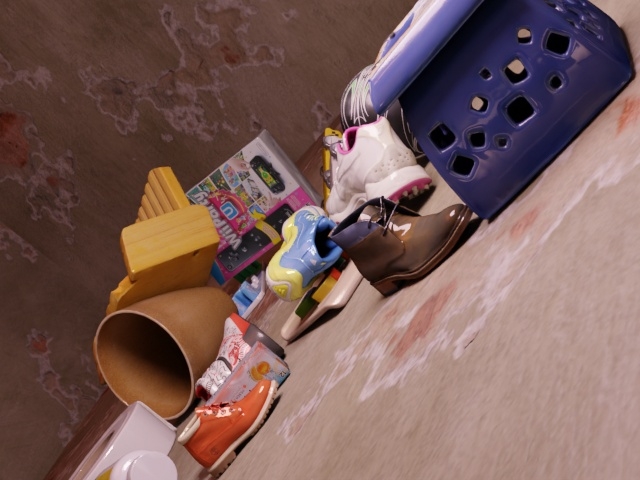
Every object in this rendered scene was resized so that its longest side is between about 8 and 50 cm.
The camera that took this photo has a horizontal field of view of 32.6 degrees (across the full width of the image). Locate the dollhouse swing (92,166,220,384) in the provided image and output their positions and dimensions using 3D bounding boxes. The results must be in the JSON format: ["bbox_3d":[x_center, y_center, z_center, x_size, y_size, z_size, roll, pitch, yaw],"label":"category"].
[{"bbox_3d":[-0.409,0.051,2.363,0.315,0.305,0.347,-21,-33,-40],"label":"dollhouse swing"}]

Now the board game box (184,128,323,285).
[{"bbox_3d":[-0.178,-0.074,2.522,0.303,0.224,0.097,-37,10,17],"label":"board game box"}]

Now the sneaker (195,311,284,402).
[{"bbox_3d":[-0.148,0.203,1.790,0.145,0.090,0.270,-50,10,-8],"label":"sneaker"}]

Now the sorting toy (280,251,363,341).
[{"bbox_3d":[0.021,0.054,1.699,0.193,0.038,0.208,-56,9,-30],"label":"sorting toy"}]

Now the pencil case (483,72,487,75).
[{"bbox_3d":[0.168,-0.245,1.923,0.306,0.119,0.133,-48,-5,26],"label":"pencil case"}]

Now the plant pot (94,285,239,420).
[{"bbox_3d":[-0.281,0.195,2.199,0.237,0.237,0.254,-45,-4,37],"label":"plant pot"}]

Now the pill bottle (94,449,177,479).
[{"bbox_3d":[-0.288,0.385,1.710,0.103,0.103,0.184,-56,9,-33],"label":"pill bottle"}]

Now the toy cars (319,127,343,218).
[{"bbox_3d":[0.051,-0.116,2.096,0.394,0.087,0.177,-107,19,-79],"label":"toy cars"}]

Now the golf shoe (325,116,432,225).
[{"bbox_3d":[0.072,-0.107,1.712,0.115,0.140,0.306,-27,1,-21],"label":"golf shoe"}]

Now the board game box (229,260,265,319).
[{"bbox_3d":[-0.268,0.220,2.539,0.390,0.050,0.390,-51,8,6],"label":"board game box"}]

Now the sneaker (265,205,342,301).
[{"bbox_3d":[0.000,0.000,1.701,0.126,0.091,0.240,-36,19,30],"label":"sneaker"}]

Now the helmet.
[{"bbox_3d":[0.111,-0.213,1.800,0.169,0.162,0.169,-13,13,3],"label":"helmet"}]

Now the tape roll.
[{"bbox_3d":[-0.396,0.445,2.064,0.286,0.100,0.286,-50,7,9],"label":"tape roll"}]

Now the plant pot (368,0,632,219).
[{"bbox_3d":[0.194,-0.203,1.263,0.236,0.212,0.236,-49,9,25],"label":"plant pot"}]

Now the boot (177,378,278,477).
[{"bbox_3d":[-0.127,0.243,1.521,0.158,0.084,0.059,-50,6,-3],"label":"boot"}]

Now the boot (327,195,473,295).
[{"bbox_3d":[0.092,-0.009,1.334,0.219,0.106,0.082,-41,13,53],"label":"boot"}]

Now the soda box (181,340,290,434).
[{"bbox_3d":[-0.124,0.237,1.599,0.183,0.063,0.058,-50,7,1],"label":"soda box"}]

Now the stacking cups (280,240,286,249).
[{"bbox_3d":[-0.021,0.018,1.987,0.096,0.096,0.316,-50,3,6],"label":"stacking cups"}]
